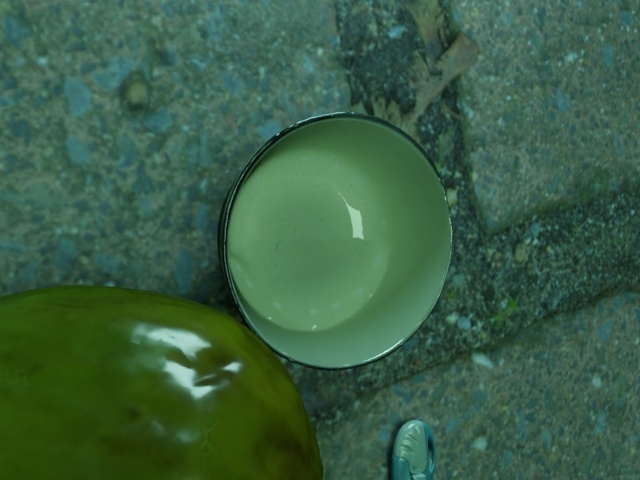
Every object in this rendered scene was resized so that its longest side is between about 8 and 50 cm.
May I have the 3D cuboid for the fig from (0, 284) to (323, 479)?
[{"bbox_3d":[-0.176,0.187,0.439,0.343,0.343,0.343,-2,94,-26],"label":"fig"}]

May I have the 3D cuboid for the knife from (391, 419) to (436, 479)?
[{"bbox_3d":[0.116,0.325,0.735,0.064,0.031,0.222,-7,97,-29],"label":"knife"}]

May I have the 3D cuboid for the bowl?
[{"bbox_3d":[0.000,0.000,0.605,0.238,0.126,0.237,-2,94,-26],"label":"bowl"}]
